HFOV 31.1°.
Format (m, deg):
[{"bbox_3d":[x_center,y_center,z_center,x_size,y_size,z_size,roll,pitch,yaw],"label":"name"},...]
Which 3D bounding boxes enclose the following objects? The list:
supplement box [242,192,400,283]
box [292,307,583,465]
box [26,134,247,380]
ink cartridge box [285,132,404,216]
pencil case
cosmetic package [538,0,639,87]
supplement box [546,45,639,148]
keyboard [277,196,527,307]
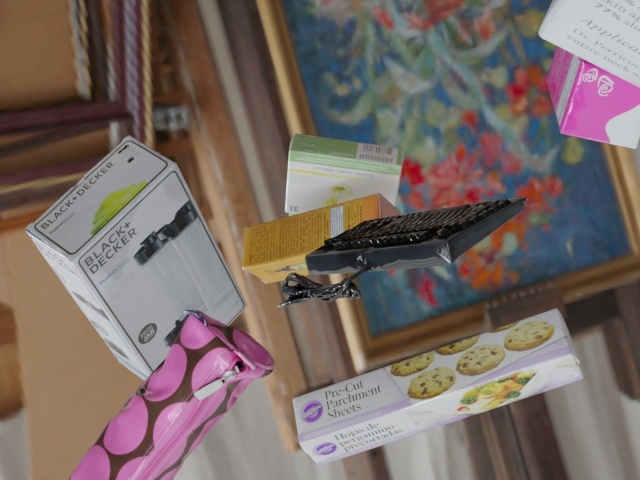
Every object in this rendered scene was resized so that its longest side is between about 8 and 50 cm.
[{"bbox_3d":[0.000,0.000,1.692,0.233,0.080,0.078,-15,152,26],"label":"supplement box"},{"bbox_3d":[0.129,0.167,1.295,0.324,0.067,0.063,-20,139,12],"label":"box"},{"bbox_3d":[-0.211,0.036,1.381,0.087,0.290,0.169,31,-114,34],"label":"box"},{"bbox_3d":[0.031,-0.050,1.788,0.171,0.235,0.056,8,-139,2],"label":"ink cartridge box"},{"bbox_3d":[-0.129,0.157,0.941,0.209,0.095,0.098,-54,-151,2],"label":"pencil case"},{"bbox_3d":[0.433,-0.294,0.940,0.329,0.327,0.393,28,169,-1],"label":"cosmetic package"},{"bbox_3d":[0.402,-0.231,1.658,0.111,0.114,0.220,12,-151,-1],"label":"supplement box"},{"bbox_3d":[0.063,0.010,1.229,0.201,0.033,0.317,-34,-169,-24],"label":"keyboard"}]
